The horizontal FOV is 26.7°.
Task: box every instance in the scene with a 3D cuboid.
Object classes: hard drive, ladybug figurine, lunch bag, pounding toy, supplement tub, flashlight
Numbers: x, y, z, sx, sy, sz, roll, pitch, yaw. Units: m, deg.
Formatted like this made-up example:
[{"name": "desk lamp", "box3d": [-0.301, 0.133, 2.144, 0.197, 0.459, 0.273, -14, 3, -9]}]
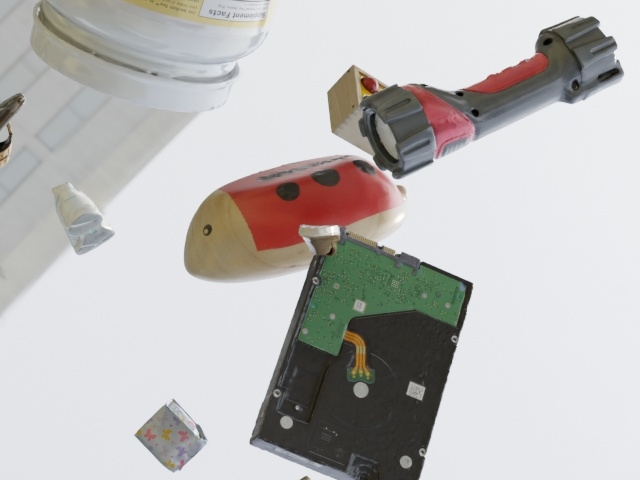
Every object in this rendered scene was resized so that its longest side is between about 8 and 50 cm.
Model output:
[{"name": "hard drive", "box3d": [0.062, 0.170, 1.895, 0.064, 0.237, 0.339, 132, -22, -64]}, {"name": "ladybug figurine", "box3d": [-0.046, -0.050, 2.489, 0.449, 0.162, 0.305, -18, -163, -22]}, {"name": "lunch bag", "box3d": [-0.210, 0.279, 1.917, 0.071, 0.083, 0.053, -46, 176, 10]}, {"name": "pounding toy", "box3d": [0.098, -0.217, 2.214, 0.100, 0.141, 0.130, -44, -147, 31]}, {"name": "supplement tub", "box3d": [-0.133, -0.313, 1.265, 0.241, 0.241, 0.331, -118, -136, -57]}, {"name": "flashlight", "box3d": [0.193, -0.174, 1.546, 0.304, 0.103, 0.103, -27, -152, -18]}]

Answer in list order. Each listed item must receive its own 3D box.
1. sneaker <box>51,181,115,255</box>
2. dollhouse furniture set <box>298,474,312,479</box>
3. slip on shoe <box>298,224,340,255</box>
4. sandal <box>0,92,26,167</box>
[{"name": "sneaker", "box3d": [-0.281, -0.028, 1.594, 0.053, 0.061, 0.152, -31, 166, -12]}, {"name": "dollhouse furniture set", "box3d": [-0.116, 0.586, 1.826, 0.362, 0.394, 0.256, -33, 174, 36]}, {"name": "slip on shoe", "box3d": [0.000, 0.000, 1.826, 0.051, 0.135, 0.041, 2, -91, 6]}, {"name": "sandal", "box3d": [-0.492, -0.119, 1.977, 0.219, 0.060, 0.090, -60, -153, -6]}]
